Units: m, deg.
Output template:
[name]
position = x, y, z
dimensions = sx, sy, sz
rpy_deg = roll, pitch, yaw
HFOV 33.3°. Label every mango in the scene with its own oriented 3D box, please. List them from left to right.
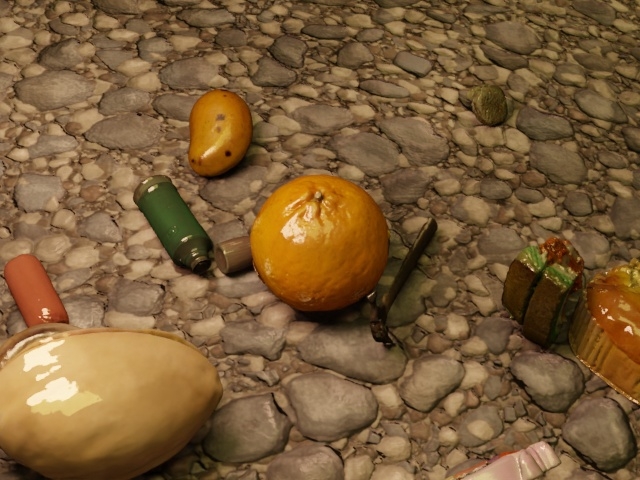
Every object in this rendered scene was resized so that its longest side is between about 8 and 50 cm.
[mango]
position = -0.176, -0.190, 1.887
dimensions = 0.115, 0.090, 0.178
rpy_deg = -7, 51, 5

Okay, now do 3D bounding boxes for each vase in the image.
[vase]
position = -0.117, 0.016, 1.730
dimensions = 0.101, 0.053, 0.053
rpy_deg = -18, 52, -25

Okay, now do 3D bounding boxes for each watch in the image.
[watch]
position = 0.245, 0.388, 1.345
dimensions = 0.196, 0.244, 0.231
rpy_deg = -24, 76, -21

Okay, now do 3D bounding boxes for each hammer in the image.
[hammer]
position = 0.134, 0.051, 1.700
dimensions = 0.027, 0.125, 0.297
rpy_deg = 4, 36, 22

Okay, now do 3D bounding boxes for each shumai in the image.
[shumai]
position = 0.305, -0.259, 2.020
dimensions = 0.083, 0.082, 0.080
rpy_deg = 10, 2, -35

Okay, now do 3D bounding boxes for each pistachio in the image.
[pistachio]
position = -0.291, 0.217, 1.440
dimensions = 0.318, 0.213, 0.193
rpy_deg = -15, 13, -24

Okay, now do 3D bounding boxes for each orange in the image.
[orange]
position = 0.000, 0.002, 1.655
dimensions = 0.219, 0.193, 0.219
rpy_deg = 0, 72, 1

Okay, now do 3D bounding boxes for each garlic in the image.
[garlic]
position = -0.395, 0.172, 1.548
dimensions = 0.196, 0.087, 0.101
rpy_deg = -15, 65, -22

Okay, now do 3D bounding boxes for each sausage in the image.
[sausage]
position = -0.436, 0.084, 1.633
dimensions = 0.062, 0.062, 0.154
rpy_deg = -21, 54, -22

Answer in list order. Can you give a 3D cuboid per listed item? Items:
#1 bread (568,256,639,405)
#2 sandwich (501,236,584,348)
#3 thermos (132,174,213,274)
[bread]
position = 0.507, 0.143, 1.622
dimensions = 0.179, 0.133, 0.250
rpy_deg = -33, 57, -25
[sandwich]
position = 0.358, 0.061, 1.646
dimensions = 0.109, 0.184, 0.160
rpy_deg = 37, 63, 20
[thermos]
position = -0.233, -0.018, 1.745
dimensions = 0.073, 0.083, 0.187
rpy_deg = -34, 58, -4
